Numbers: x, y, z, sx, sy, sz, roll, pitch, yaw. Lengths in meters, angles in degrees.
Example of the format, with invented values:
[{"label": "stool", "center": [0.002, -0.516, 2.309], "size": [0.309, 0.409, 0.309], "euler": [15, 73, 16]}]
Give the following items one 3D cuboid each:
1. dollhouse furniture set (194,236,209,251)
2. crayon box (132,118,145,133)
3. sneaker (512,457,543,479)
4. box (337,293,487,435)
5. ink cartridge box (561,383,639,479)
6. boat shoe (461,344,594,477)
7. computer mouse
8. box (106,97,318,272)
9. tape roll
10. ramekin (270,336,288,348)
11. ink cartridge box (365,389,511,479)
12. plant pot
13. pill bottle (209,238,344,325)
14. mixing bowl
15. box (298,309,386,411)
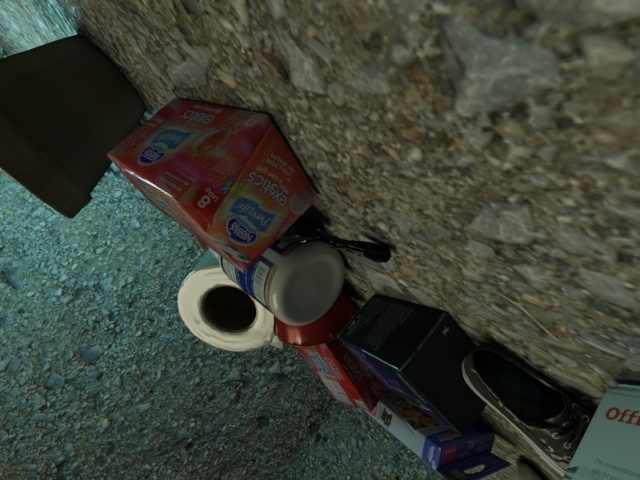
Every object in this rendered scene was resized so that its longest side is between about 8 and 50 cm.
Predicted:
[{"label": "dollhouse furniture set", "center": [-0.287, -0.010, 1.235], "size": [0.373, 0.152, 0.201], "euler": [61, 164, -2]}, {"label": "crayon box", "center": [-0.527, -0.273, 1.158], "size": [0.323, 0.083, 0.203], "euler": [28, 159, 43]}, {"label": "sneaker", "center": [0.489, 0.569, 0.941], "size": [0.095, 0.090, 0.235], "euler": [11, 151, 40]}, {"label": "box", "center": [0.148, 0.185, 0.663], "size": [0.153, 0.108, 0.207], "euler": [47, 165, -14]}, {"label": "ink cartridge box", "center": [0.250, 0.222, 0.291], "size": [0.092, 0.217, 0.158], "euler": [36, 165, 4]}, {"label": "boat shoe", "center": [0.269, 0.203, 0.484], "size": [0.228, 0.080, 0.076], "euler": [42, 168, 34]}, {"label": "computer mouse", "center": [0.000, 0.000, 0.600], "size": [0.071, 0.041, 0.242], "euler": [1, -167, -41]}, {"label": "box", "center": [-0.170, -0.096, 0.606], "size": [0.300, 0.154, 0.142], "euler": [28, 159, 46]}, {"label": "tape roll", "center": [-0.197, 0.122, 1.010], "size": [0.246, 0.246, 0.169], "euler": [47, -158, -17]}, {"label": "ramekin", "center": [-0.137, 0.299, 1.535], "size": [0.109, 0.207, 0.207], "euler": [27, 161, 18]}, {"label": "ink cartridge box", "center": [0.255, 0.423, 0.959], "size": [0.186, 0.065, 0.311], "euler": [5, -170, -33]}, {"label": "plant pot", "center": [-0.533, -0.252, 0.848], "size": [0.323, 0.280, 0.323], "euler": [40, 164, 13]}, {"label": "pill bottle", "center": [-0.094, 0.032, 0.769], "size": [0.265, 0.153, 0.153], "euler": [29, 160, 43]}, {"label": "mixing bowl", "center": [-0.022, 0.121, 0.849], "size": [0.182, 0.182, 0.098], "euler": [22, 132, 53]}, {"label": "box", "center": [0.051, 0.261, 0.976], "size": [0.128, 0.122, 0.256], "euler": [-5, 123, 50]}]
